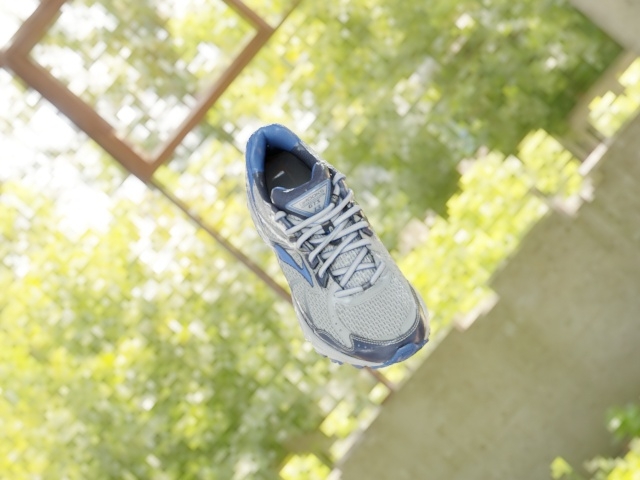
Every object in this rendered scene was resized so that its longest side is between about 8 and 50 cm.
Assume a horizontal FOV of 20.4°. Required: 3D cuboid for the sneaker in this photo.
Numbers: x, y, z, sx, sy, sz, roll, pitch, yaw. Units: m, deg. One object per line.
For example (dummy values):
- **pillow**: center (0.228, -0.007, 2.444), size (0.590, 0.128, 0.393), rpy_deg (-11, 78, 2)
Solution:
- **sneaker**: center (0.000, 0.000, 0.768), size (0.052, 0.135, 0.058), rpy_deg (-30, -39, -11)
